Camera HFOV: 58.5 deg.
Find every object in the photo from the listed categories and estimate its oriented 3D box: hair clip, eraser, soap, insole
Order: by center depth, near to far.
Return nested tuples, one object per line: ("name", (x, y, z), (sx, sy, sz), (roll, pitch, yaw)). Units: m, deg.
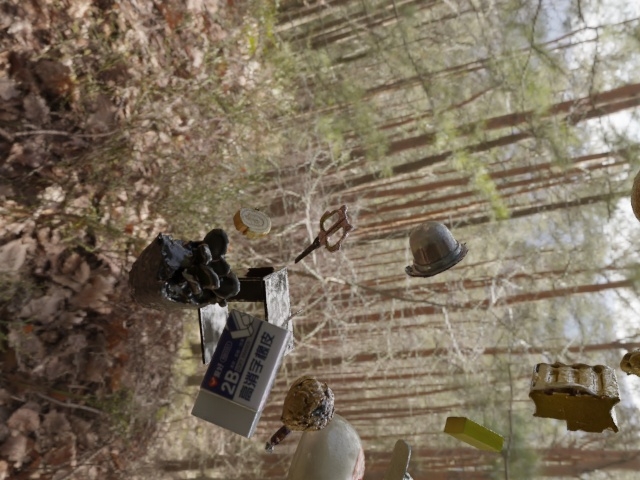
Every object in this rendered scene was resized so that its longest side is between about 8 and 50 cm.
("eraser", (-0.147, 0.249, 1.084), (0.068, 0.124, 0.210), (75, 36, -78))
("insole", (0.148, 0.499, 1.173), (0.010, 0.063, 0.192), (7, 102, -35))
("eraser", (0.393, 0.497, 1.466), (0.122, 0.097, 0.045), (27, 66, -8))
("hair clip", (-0.096, 0.235, 1.537), (0.022, 0.137, 0.054), (37, 7, 6))
("soap", (0.810, 0.487, 1.832), (0.281, 0.259, 0.143), (-22, 111, -63))

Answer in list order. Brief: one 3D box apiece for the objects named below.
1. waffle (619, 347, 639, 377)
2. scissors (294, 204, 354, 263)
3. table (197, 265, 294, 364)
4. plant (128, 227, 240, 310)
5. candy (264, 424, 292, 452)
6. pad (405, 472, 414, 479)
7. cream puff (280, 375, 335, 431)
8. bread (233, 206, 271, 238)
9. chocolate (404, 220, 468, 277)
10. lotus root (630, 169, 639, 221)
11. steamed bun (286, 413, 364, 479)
("waffle", (0.531, 0.161, 0.707), (0.262, 0.280, 0.060), (4, 80, -23))
("scissors", (0.000, 0.000, 1.990), (0.024, 0.317, 0.160), (10, 52, -40))
("table", (-0.241, 0.238, 1.815), (0.196, 0.250, 0.282), (-23, 110, -71))
("plant", (-0.348, 0.079, 1.453), (0.188, 0.275, 0.199), (21, 59, -50))
("candy", (-0.133, 0.676, 1.994), (0.045, 0.175, 0.043), (40, 14, -14))
("pad", (0.317, 0.834, 1.740), (0.159, 0.009, 0.265), (46, 14, -13))
("cream puff", (-0.027, 0.378, 1.298), (0.133, 0.104, 0.120), (-23, 121, -35))
("bread", (-0.271, -0.069, 2.289), (0.149, 0.073, 0.122), (12, 57, -28))
("chocolate", (0.355, 0.015, 1.862), (0.147, 0.221, 0.221), (56, 32, -10))
("lotus root", (0.706, -0.106, 1.159), (0.303, 0.130, 0.146), (-30, 149, -46))
("steamed bun", (0.024, 0.599, 1.494), (0.283, 0.177, 0.283), (17, 90, -79))
